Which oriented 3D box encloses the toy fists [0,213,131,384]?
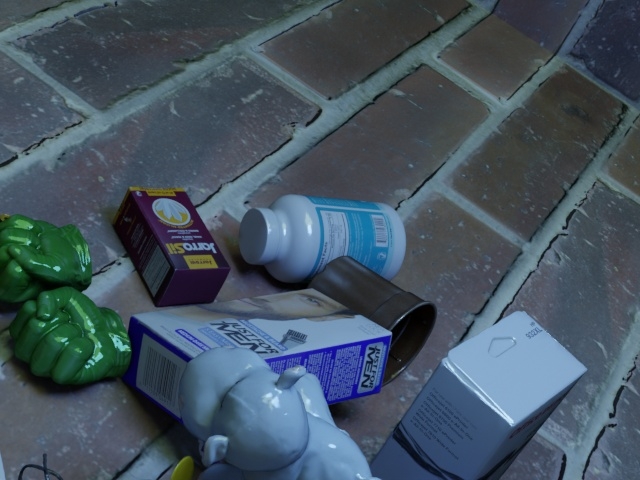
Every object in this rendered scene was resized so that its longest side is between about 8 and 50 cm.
[{"bbox_3d":[-0.367,0.078,1.676,0.142,0.096,0.279,-5,54,-39],"label":"toy fists"}]

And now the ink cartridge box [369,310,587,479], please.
[{"bbox_3d":[0.194,0.269,1.669,0.129,0.307,0.223,43,35,19],"label":"ink cartridge box"}]

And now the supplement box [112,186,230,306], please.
[{"bbox_3d":[-0.232,0.007,1.899,0.104,0.081,0.188,-1,44,-39],"label":"supplement box"}]

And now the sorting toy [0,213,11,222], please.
[{"bbox_3d":[-0.447,-0.002,1.782,0.102,0.042,0.061,40,34,15],"label":"sorting toy"}]

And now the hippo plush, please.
[{"bbox_3d":[-0.073,0.254,1.429,0.294,0.234,0.236,38,-5,41],"label":"hippo plush"}]

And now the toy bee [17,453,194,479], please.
[{"bbox_3d":[-0.189,0.319,1.415,0.162,0.195,0.298,-5,44,-47],"label":"toy bee"}]

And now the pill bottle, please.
[{"bbox_3d":[0.000,0.000,2.028,0.264,0.146,0.146,5,41,-34],"label":"pill bottle"}]

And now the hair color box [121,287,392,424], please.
[{"bbox_3d":[-0.085,0.162,1.732,0.339,0.110,0.185,-5,23,-43],"label":"hair color box"}]

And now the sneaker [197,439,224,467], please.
[{"bbox_3d":[-0.066,0.305,1.609,0.095,0.104,0.236,-14,51,-45],"label":"sneaker"}]

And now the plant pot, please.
[{"bbox_3d":[0.067,0.117,1.921,0.165,0.167,0.167,38,33,25],"label":"plant pot"}]

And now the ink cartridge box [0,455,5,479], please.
[{"bbox_3d":[-0.436,0.229,1.329,0.117,0.207,0.283,6,40,-30],"label":"ink cartridge box"}]
